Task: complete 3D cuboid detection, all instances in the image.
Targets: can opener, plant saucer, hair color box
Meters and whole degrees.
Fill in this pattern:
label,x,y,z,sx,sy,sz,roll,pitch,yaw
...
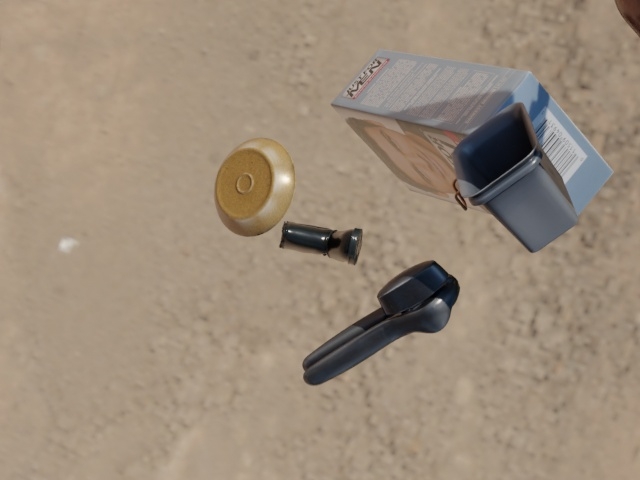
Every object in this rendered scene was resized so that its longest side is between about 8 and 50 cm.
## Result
label,x,y,z,sx,sy,sz,roll,pitch,yaw
can opener,0.058,0.085,1.651,0.073,0.186,0.059,51,19,-11
plant saucer,-0.058,-0.045,1.355,0.015,0.083,0.083,18,91,-54
hair color box,0.185,-0.134,2.132,0.113,0.374,0.185,-49,117,-10

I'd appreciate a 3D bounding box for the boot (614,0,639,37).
label,x,y,z,sx,sy,sz,roll,pitch,yaw
boot,0.377,-0.161,1.305,0.280,0.264,0.096,57,28,-35

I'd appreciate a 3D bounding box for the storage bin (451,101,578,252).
label,x,y,z,sx,sy,sz,roll,pitch,yaw
storage bin,0.180,-0.049,1.534,0.098,0.135,0.091,-36,109,14

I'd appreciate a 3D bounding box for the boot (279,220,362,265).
label,x,y,z,sx,sy,sz,roll,pitch,yaw
boot,0.000,-0.001,2.021,0.121,0.099,0.045,80,24,-84
